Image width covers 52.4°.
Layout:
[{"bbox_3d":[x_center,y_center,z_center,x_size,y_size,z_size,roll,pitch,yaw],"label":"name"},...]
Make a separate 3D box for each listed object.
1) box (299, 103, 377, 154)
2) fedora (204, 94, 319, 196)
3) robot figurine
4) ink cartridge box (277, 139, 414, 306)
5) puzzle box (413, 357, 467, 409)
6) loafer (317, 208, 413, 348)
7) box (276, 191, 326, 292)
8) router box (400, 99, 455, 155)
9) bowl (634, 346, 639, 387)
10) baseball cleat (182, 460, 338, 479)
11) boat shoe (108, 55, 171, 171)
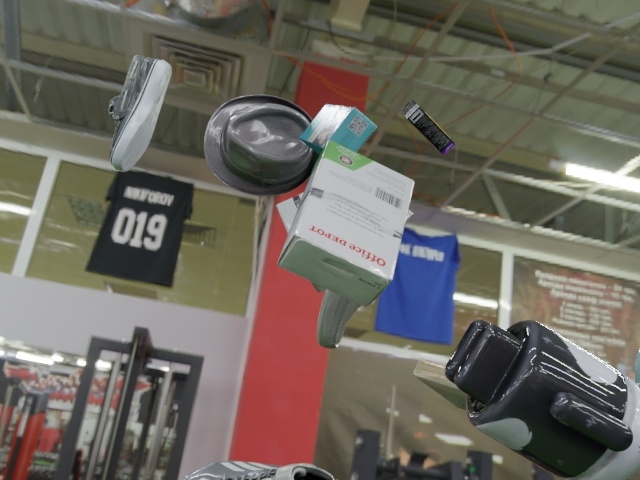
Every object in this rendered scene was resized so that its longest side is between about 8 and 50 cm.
[{"bbox_3d":[0.029,-0.219,1.324,0.060,0.100,0.244,38,2,-18],"label":"box"},{"bbox_3d":[-0.125,-0.229,1.478,0.275,0.244,0.124,13,-9,-9],"label":"fedora"},{"bbox_3d":[0.316,0.216,0.892,0.278,0.209,0.173,31,-53,-1],"label":"robot figurine"},{"bbox_3d":[0.043,-0.029,1.010,0.160,0.219,0.092,26,-40,-7],"label":"ink cartridge box"},{"bbox_3d":[0.459,0.401,1.581,0.409,0.052,0.272,9,-23,42],"label":"puzzle box"},{"bbox_3d":[0.083,0.067,1.264,0.111,0.319,0.112,22,3,9],"label":"loafer"},{"bbox_3d":[0.000,0.000,1.490,0.119,0.181,0.182,-24,-21,2],"label":"box"},{"bbox_3d":[0.272,-0.291,1.661,0.133,0.046,0.179,43,14,-12],"label":"router box"},{"bbox_3d":[0.775,0.277,1.216,0.311,0.311,0.163,13,-24,-13],"label":"bowl"},{"bbox_3d":[-0.080,0.315,0.848,0.206,0.072,0.109,1,-29,-16],"label":"baseball cleat"},{"bbox_3d":[-0.509,-0.344,1.753,0.119,0.335,0.121,17,-18,1],"label":"boat shoe"}]
